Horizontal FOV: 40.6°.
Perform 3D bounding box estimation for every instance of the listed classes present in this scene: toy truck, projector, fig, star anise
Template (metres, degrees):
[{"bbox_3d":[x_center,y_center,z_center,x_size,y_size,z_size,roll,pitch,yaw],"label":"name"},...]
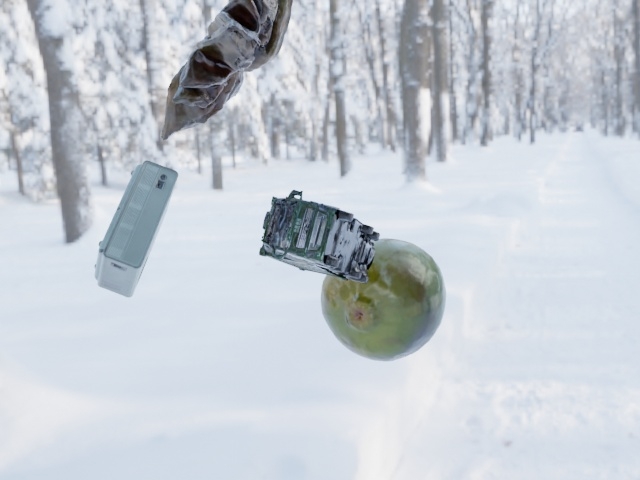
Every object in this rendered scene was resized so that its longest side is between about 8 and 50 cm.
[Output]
[{"bbox_3d":[0.000,0.000,1.163,0.121,0.088,0.259,13,-5,17],"label":"toy truck"},{"bbox_3d":[-0.242,-0.015,1.127,0.061,0.147,0.115,21,-28,-7],"label":"projector"},{"bbox_3d":[0.118,0.101,1.457,0.207,0.207,0.230,2,-7,37],"label":"fig"},{"bbox_3d":[-0.134,-0.288,1.328,0.109,0.349,0.292,34,19,-14],"label":"star anise"}]
